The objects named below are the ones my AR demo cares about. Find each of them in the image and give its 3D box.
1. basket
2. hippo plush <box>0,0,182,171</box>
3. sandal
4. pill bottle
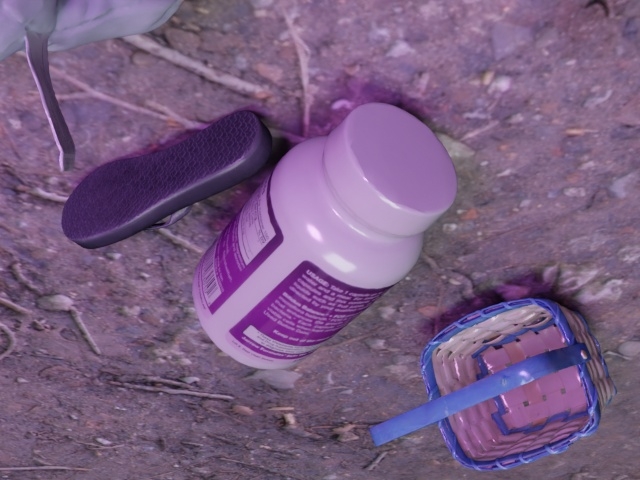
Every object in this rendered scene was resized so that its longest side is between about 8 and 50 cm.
[{"bbox_3d":[0.227,0.189,1.056,0.254,0.201,0.288,-30,167,33],"label":"basket"},{"bbox_3d":[-0.247,-0.184,0.546,0.236,0.295,0.234,-1,-179,33],"label":"hippo plush"},{"bbox_3d":[-0.157,-0.047,0.831,0.254,0.097,0.054,-18,141,22],"label":"sandal"},{"bbox_3d":[0.000,0.000,0.840,0.169,0.169,0.301,18,141,-25],"label":"pill bottle"}]
